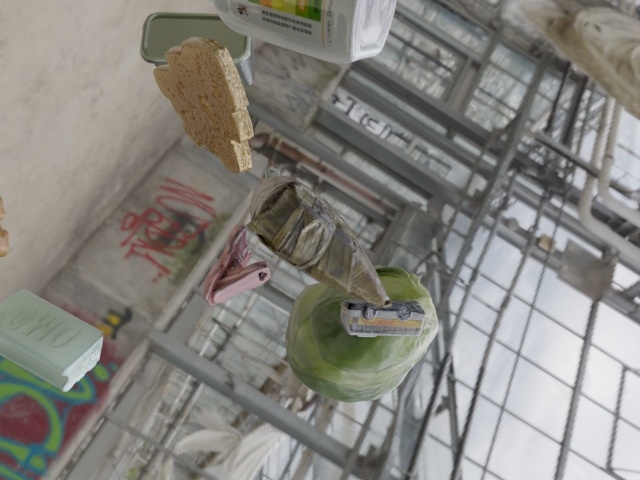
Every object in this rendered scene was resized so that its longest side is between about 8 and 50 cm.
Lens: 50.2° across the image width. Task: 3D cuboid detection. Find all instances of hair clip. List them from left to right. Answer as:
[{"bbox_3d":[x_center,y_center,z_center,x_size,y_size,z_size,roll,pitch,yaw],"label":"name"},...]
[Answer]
[{"bbox_3d":[-0.176,0.054,1.316,0.138,0.102,0.123,-29,149,-9],"label":"hair clip"}]

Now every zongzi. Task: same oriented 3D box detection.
[{"bbox_3d":[0.000,0.000,1.260,0.134,0.288,0.286,-50,-167,6],"label":"zongzi"}]

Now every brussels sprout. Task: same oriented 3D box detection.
[{"bbox_3d":[0.096,0.226,1.634,0.372,0.275,0.314,-15,-152,7],"label":"brussels sprout"}]

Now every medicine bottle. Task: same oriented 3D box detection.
[{"bbox_3d":[-0.053,-0.381,1.001,0.124,0.324,0.179,-31,139,-48],"label":"medicine bottle"}]

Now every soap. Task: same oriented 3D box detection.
[{"bbox_3d":[-0.510,0.181,1.260,0.119,0.198,0.066,-50,161,-49],"label":"soap"}]

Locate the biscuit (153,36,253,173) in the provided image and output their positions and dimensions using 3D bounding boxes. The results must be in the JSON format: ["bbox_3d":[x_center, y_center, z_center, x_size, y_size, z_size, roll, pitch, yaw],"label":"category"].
[{"bbox_3d":[-0.158,-0.208,0.980,0.041,0.212,0.238,-36,174,-27],"label":"biscuit"}]

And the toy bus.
[{"bbox_3d":[0.124,0.156,1.377,0.057,0.172,0.072,-147,-118,-68],"label":"toy bus"}]

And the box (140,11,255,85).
[{"bbox_3d":[-0.297,-0.471,1.723,0.178,0.275,0.138,71,23,-77],"label":"box"}]

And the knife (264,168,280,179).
[{"bbox_3d":[-0.095,-0.117,1.504,0.162,0.044,0.023,-109,-170,-57],"label":"knife"}]

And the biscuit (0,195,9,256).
[{"bbox_3d":[-0.608,-0.023,1.129,0.289,0.201,0.044,-7,-176,30],"label":"biscuit"}]
